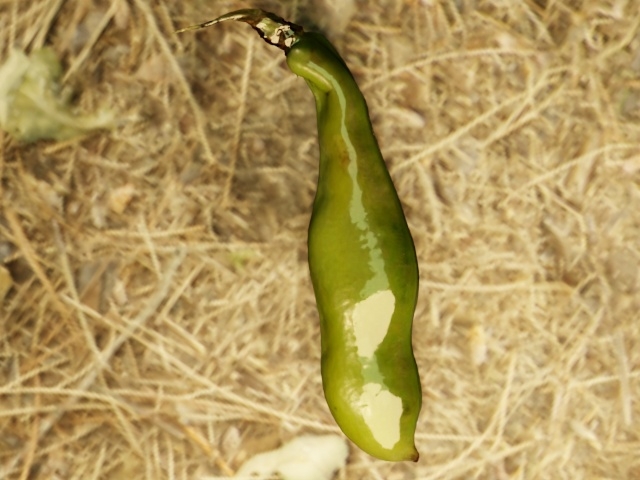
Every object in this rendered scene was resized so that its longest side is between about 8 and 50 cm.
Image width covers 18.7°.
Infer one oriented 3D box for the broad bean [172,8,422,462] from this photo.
[{"bbox_3d":[0.010,-0.004,1.255,0.098,0.056,0.318,-20,94,11],"label":"broad bean"}]
